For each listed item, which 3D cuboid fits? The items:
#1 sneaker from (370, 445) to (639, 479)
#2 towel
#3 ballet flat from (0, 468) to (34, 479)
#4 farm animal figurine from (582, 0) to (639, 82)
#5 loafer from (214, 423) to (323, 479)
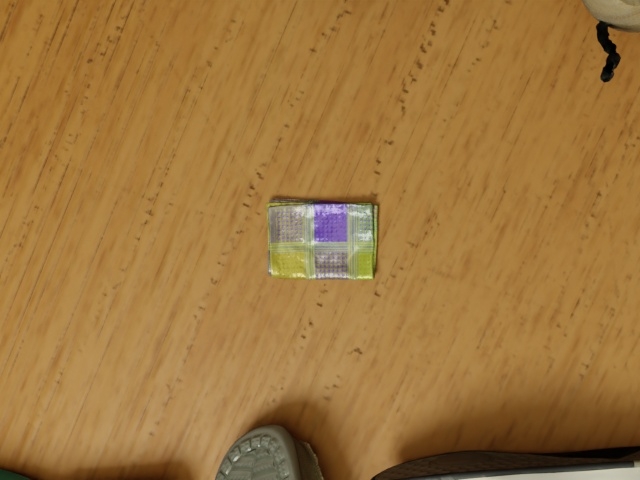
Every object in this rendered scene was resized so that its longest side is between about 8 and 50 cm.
[{"bbox_3d":[0.148,0.230,0.800,0.226,0.086,0.163,-2,91,9],"label":"sneaker"},{"bbox_3d":[0.000,0.000,0.848,0.083,0.009,0.060,3,94,10],"label":"towel"},{"bbox_3d":[-0.214,0.221,0.878,0.221,0.077,0.079,1,114,10],"label":"ballet flat"},{"bbox_3d":[0.320,-0.260,0.694,0.330,0.172,0.327,-4,77,21],"label":"farm animal figurine"},{"bbox_3d":[-0.016,0.260,0.843,0.094,0.087,0.251,-14,80,36],"label":"loafer"}]
